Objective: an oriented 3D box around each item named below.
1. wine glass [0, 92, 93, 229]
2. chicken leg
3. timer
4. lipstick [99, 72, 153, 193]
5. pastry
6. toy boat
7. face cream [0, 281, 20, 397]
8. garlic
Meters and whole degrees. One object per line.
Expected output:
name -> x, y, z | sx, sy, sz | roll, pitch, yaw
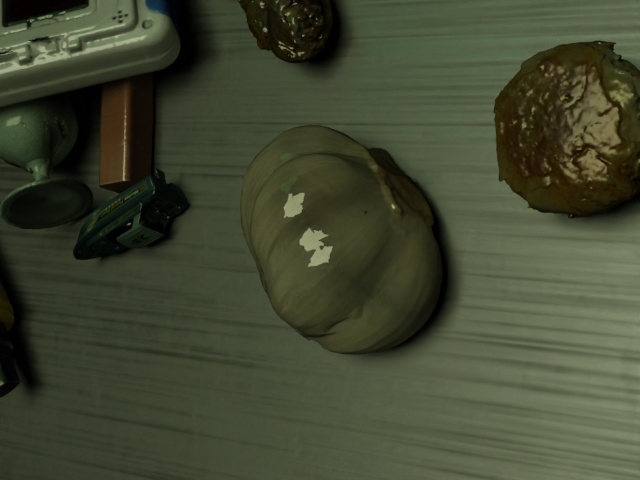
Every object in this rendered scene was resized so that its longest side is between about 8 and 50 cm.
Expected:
wine glass -> -0.320, -0.136, 1.507 | 0.103, 0.103, 0.231 | -29, 63, 27
chicken leg -> -0.054, -0.246, 1.374 | 0.198, 0.069, 0.085 | 41, 128, 40
timer -> -0.279, -0.241, 1.445 | 0.253, 0.078, 0.178 | -13, 57, 5
lipstick -> -0.206, -0.126, 1.461 | 0.045, 0.045, 0.145 | -7, 75, 31
pastry -> 0.212, -0.091, 1.138 | 0.153, 0.081, 0.153 | -6, 78, 30
toy boat -> -0.207, -0.016, 1.432 | 0.141, 0.055, 0.060 | -31, 58, 26
face cream -> -0.396, 0.057, 1.536 | 0.078, 0.078, 0.273 | -43, 60, 21
garlic -> 0.000, 0.000, 1.235 | 0.178, 0.143, 0.229 | -47, 67, 16
